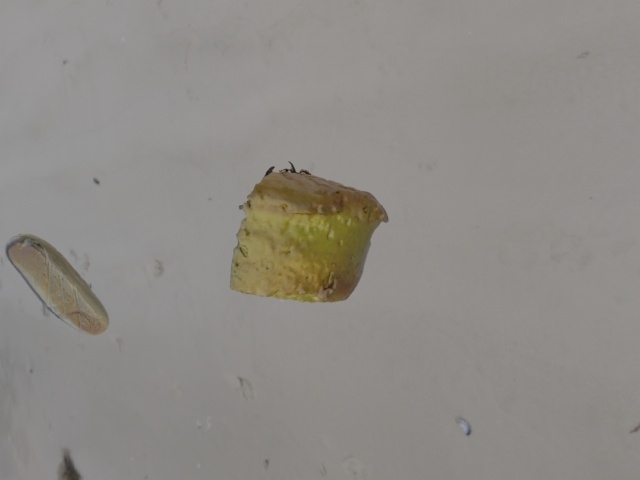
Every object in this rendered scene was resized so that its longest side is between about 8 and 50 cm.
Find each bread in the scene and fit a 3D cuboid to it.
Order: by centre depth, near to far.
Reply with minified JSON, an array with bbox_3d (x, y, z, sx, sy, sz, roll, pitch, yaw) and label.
[{"bbox_3d":[0.000,-0.002,0.700,0.147,0.260,0.160,17,92,10],"label":"bread"},{"bbox_3d":[-0.421,0.071,0.914,0.214,0.073,0.053,61,179,-32],"label":"bread"}]
